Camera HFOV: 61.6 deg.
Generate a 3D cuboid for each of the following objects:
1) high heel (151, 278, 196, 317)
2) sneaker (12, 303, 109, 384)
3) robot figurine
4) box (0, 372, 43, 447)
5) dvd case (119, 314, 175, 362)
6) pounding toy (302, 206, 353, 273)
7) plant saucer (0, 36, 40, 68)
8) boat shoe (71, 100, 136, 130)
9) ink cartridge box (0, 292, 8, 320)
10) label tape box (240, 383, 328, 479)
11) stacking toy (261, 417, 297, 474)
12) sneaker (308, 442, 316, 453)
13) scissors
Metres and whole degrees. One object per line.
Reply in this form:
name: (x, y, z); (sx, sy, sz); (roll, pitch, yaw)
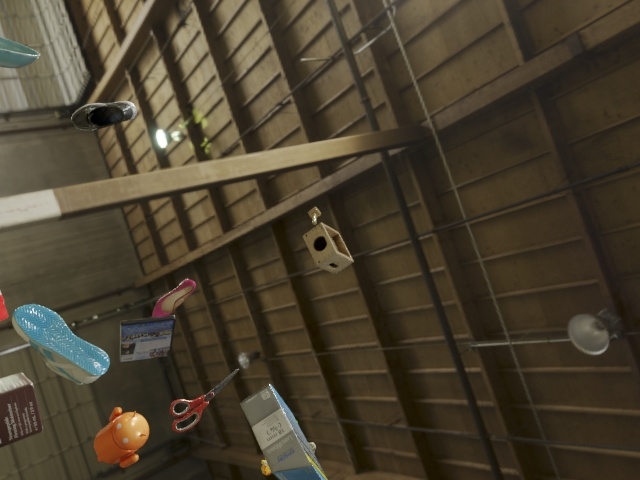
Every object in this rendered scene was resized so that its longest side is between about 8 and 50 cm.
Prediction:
high heel: (-0.641, 0.270, 2.352); (0.082, 0.244, 0.117); (52, -16, -21)
sneaker: (-0.579, 0.234, 1.171); (0.228, 0.087, 0.092); (44, -58, -12)
robot figurine: (-0.652, 0.644, 1.758); (0.219, 0.128, 0.158); (-38, -151, 24)
box: (-1.015, 0.543, 1.689); (0.167, 0.203, 0.168); (4, -75, 50)
dvd case: (-0.615, 0.351, 1.904); (0.253, 0.180, 0.022); (112, -35, -44)
pounding toy: (-0.007, -0.007, 1.782); (0.094, 0.181, 0.206); (-36, -120, 17)
plant saucer: (-0.743, -0.408, 1.078); (0.317, 0.317, 0.044); (32, -71, 41)
boat shoe: (-0.673, -0.375, 1.633); (0.228, 0.076, 0.080); (-2, -67, 16)
ink cartridge box: (-1.003, 0.140, 1.524); (0.078, 0.134, 0.231); (-12, -80, 25)
label tape box: (-0.075, 0.590, 1.455); (0.334, 0.106, 0.240); (51, -11, 42)
stacking toy: (-0.139, 0.683, 1.788); (0.167, 0.052, 0.221); (-9, -98, 50)
sneaker: (-0.065, 0.875, 2.235); (0.064, 0.086, 0.192); (57, -3, 18)
scissors: (-0.394, 0.561, 1.885); (0.021, 0.297, 0.109); (-21, -89, 51)
